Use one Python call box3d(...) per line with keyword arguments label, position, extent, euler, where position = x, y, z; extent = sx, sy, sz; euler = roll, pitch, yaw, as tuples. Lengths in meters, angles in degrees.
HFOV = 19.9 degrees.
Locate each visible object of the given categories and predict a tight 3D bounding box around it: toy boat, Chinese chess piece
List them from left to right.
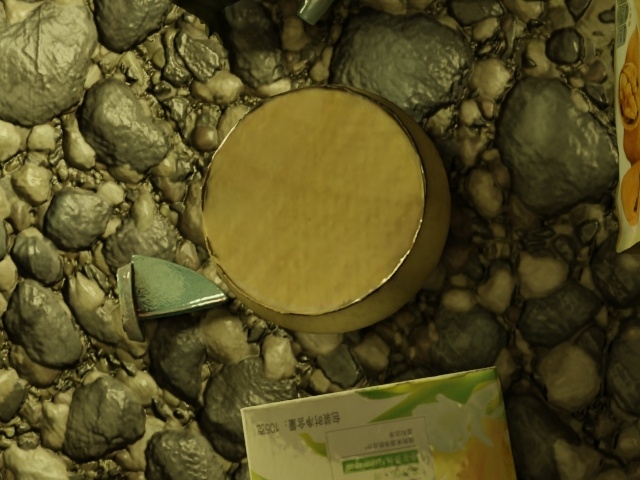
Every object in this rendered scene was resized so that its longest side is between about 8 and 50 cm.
box3d(label="toy boat", position=(-0.158, 0.055, 1.979), extent=(0.122, 0.034, 0.096), euler=(-12, 80, 10))
box3d(label="Chinese chess piece", position=(0.005, -0.032, 1.862), extent=(0.257, 0.104, 0.257), euler=(-4, 76, 17))

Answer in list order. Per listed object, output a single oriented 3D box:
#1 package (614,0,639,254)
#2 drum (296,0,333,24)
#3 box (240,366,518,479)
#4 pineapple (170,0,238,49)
box3d(label="package", position=(0.370, -0.149, 1.729), extent=(0.165, 0.221, 0.311), euler=(-2, 83, 0))
box3d(label="drum", position=(0.042, -0.356, 1.936), extent=(0.253, 0.049, 0.130), euler=(-42, 72, 11))
box3d(label="box", position=(0.065, 0.243, 1.787), extent=(0.260, 0.111, 0.194), euler=(-10, 75, 0))
box3d(label="pineapple", position=(-0.136, -0.384, 1.940), extent=(0.223, 0.223, 0.357), euler=(5, 97, 21))
